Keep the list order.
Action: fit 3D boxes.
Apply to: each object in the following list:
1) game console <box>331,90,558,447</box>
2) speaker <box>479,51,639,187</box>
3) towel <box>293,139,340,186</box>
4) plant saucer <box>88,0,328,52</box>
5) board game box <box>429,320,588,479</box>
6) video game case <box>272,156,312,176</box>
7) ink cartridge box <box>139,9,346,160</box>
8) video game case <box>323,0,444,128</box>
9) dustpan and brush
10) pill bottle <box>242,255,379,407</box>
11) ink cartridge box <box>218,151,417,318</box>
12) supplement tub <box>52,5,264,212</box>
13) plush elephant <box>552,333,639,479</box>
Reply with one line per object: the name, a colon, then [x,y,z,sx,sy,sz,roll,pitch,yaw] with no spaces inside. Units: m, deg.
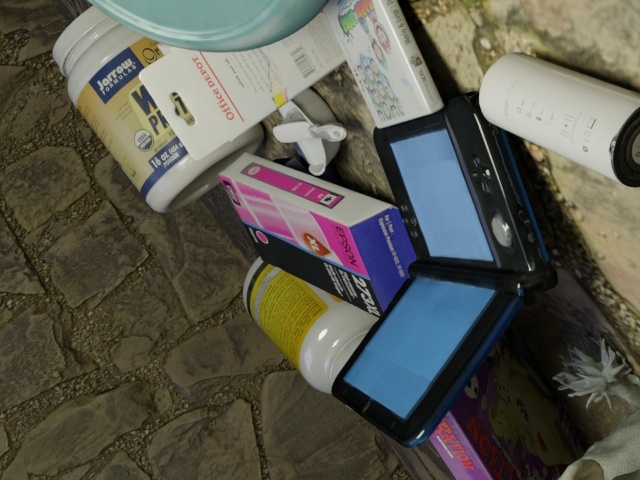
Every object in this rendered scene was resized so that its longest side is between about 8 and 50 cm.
game console: [0.073,0.020,0.909,0.293,0.173,0.250,-178,66,-76]
speaker: [0.162,-0.081,0.632,0.136,0.055,0.055,39,162,54]
towel: [-0.008,-0.119,1.360,0.067,0.029,0.119,45,166,43]
plant saucer: [-0.130,-0.279,0.805,0.318,0.043,0.317,16,141,13]
board game box: [0.206,0.210,1.067,0.056,0.208,0.347,-15,118,37]
video game case: [0.027,-0.014,1.463,0.274,0.026,0.196,48,175,-10]
ink cartridge box: [-0.084,-0.183,1.000,0.115,0.198,0.067,59,169,-25]
video game case: [0.050,-0.174,0.876,0.143,0.019,0.157,65,169,-7]
dustpan and brush: [-0.012,-0.140,1.204,0.211,0.060,0.147,3,128,58]
pill bottle: [0.013,0.150,1.718,0.334,0.188,0.188,43,165,48]
ink cartridge box: [0.019,0.001,1.310,0.371,0.069,0.175,21,145,45]
supplement tub: [-0.269,-0.230,1.605,0.316,0.228,0.228,53,170,3]
plush elephant: [0.251,0.277,0.857,0.330,0.255,0.272,51,170,15]
